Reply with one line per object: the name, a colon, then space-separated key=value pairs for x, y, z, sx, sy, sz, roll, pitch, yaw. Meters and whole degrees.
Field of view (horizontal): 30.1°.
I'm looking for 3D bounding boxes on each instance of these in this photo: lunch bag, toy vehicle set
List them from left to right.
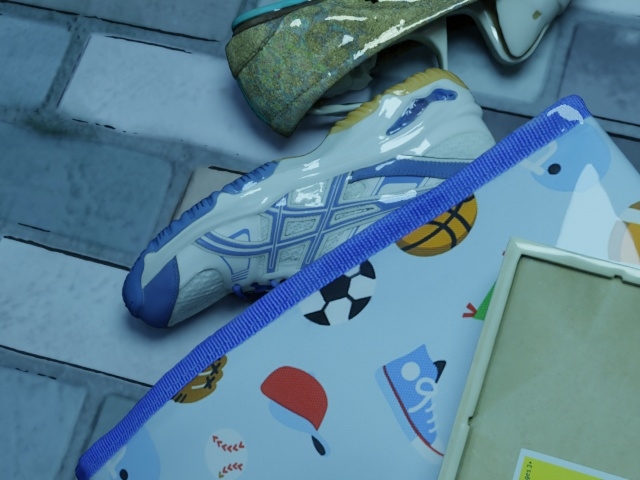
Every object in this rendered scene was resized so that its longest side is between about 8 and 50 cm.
lunch bag: x=0.080 y=0.170 z=0.694 sx=0.385 sy=0.239 sz=0.328 roll=-34 pitch=68 yaw=1
toy vehicle set: x=0.131 y=0.146 z=0.545 sx=0.166 sy=0.035 sz=0.266 roll=16 pitch=84 yaw=12

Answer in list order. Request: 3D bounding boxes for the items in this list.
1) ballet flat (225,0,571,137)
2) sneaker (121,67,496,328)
ballet flat: x=0.101 y=-0.174 z=0.930 sx=0.349 sy=0.123 sz=0.123 roll=-22 pitch=65 yaw=-3
sneaker: x=0.000 y=0.000 z=0.858 sx=0.296 sy=0.112 sz=0.131 roll=-31 pitch=87 yaw=5
